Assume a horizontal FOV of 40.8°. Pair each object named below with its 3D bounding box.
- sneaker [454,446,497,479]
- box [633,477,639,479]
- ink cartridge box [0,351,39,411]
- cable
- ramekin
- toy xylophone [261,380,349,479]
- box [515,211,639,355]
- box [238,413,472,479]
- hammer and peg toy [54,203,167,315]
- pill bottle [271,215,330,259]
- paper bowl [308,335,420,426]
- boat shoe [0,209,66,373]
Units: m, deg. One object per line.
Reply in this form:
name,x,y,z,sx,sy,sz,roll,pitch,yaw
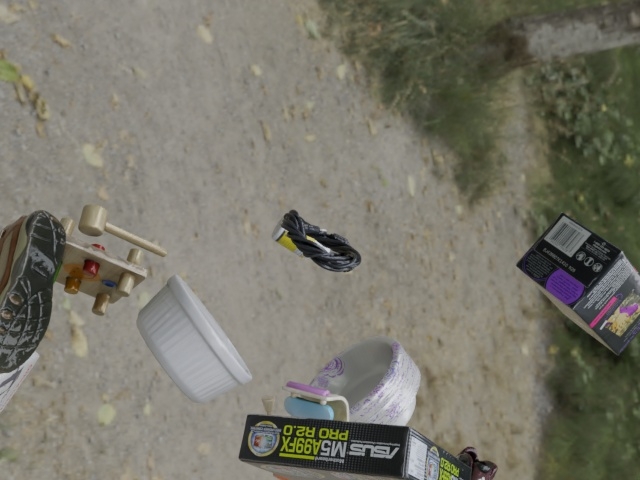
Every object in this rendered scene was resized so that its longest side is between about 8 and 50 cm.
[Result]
sneaker,0.248,0.472,1.510,0.106,0.162,0.281,24,31,-10
box,0.574,0.601,1.575,0.279,0.290,0.177,-157,-126,-72
ink cartridge box,-0.703,0.298,1.747,0.100,0.172,0.237,38,14,2
cable,0.000,0.000,1.440,0.150,0.047,0.184,37,11,0
ramekin,-0.269,0.215,1.783,0.273,0.127,0.273,52,-6,8
toy xylophone,-0.034,0.436,1.761,0.081,0.236,0.323,-17,102,-54
box,0.534,0.089,1.696,0.270,0.143,0.165,37,5,-46
box,0.055,0.287,1.100,0.270,0.216,0.060,45,49,-56
hammer and peg toy,-0.553,0.058,2.093,0.266,0.361,0.127,27,58,-24
pill bottle,-0.038,-0.001,1.787,0.116,0.065,0.065,33,41,-14
paper bowl,0.103,0.366,1.974,0.148,0.284,0.284,52,32,-19
boat shoe,-0.570,0.095,1.589,0.122,0.120,0.324,55,35,-47
